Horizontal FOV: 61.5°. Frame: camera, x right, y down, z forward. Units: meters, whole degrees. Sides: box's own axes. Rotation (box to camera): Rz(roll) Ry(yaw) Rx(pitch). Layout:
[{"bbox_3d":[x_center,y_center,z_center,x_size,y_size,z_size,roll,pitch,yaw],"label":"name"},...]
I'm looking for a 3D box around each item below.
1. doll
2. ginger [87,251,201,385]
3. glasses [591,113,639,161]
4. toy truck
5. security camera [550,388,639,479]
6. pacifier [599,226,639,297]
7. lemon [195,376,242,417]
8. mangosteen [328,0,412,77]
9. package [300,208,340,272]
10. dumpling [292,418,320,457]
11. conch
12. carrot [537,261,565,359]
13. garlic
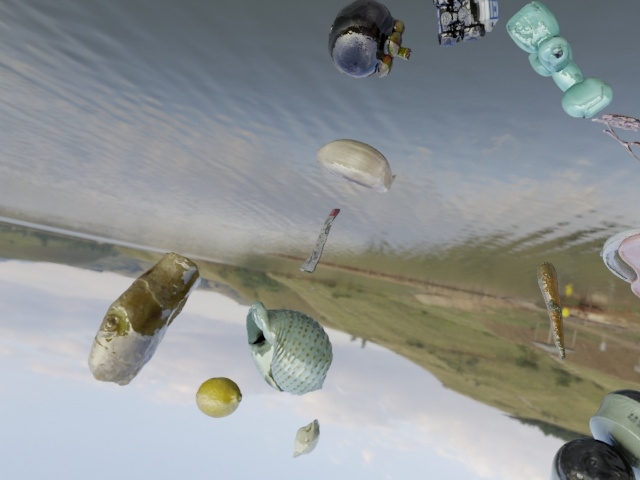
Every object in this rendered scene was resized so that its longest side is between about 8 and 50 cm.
[{"bbox_3d":[0.329,-0.231,0.728,0.059,0.158,0.159,-37,140,24],"label":"doll"},{"bbox_3d":[-0.322,0.140,0.973,0.116,0.262,0.109,39,165,-15],"label":"ginger"},{"bbox_3d":[0.778,-0.237,1.295,0.256,0.095,0.162,28,-159,18],"label":"glasses"},{"bbox_3d":[0.469,-0.711,1.709,0.177,0.161,0.213,-18,-163,-34],"label":"toy truck"},{"bbox_3d":[0.580,0.448,1.075,0.197,0.277,0.191,43,161,45],"label":"security camera"},{"bbox_3d":[0.589,0.094,0.834,0.221,0.272,0.332,-21,141,26],"label":"pacifier"},{"bbox_3d":[-0.152,0.237,0.814,0.083,0.062,0.062,-7,166,31],"label":"lemon"},{"bbox_3d":[0.181,-0.714,1.938,0.303,0.274,0.275,20,176,2],"label":"mangosteen"},{"bbox_3d":[0.000,0.000,1.834,0.030,0.239,0.154,24,175,-12],"label":"package"},{"bbox_3d":[-0.022,0.384,1.038,0.043,0.077,0.059,3,156,22],"label":"dumpling"},{"bbox_3d":[-0.054,0.200,1.040,0.131,0.199,0.172,-17,174,-25],"label":"conch"},{"bbox_3d":[0.593,0.176,1.370,0.049,0.254,0.049,-4,162,-1],"label":"carrot"},{"bbox_3d":[0.061,-0.164,1.178,0.198,0.090,0.128,18,170,18],"label":"garlic"}]
